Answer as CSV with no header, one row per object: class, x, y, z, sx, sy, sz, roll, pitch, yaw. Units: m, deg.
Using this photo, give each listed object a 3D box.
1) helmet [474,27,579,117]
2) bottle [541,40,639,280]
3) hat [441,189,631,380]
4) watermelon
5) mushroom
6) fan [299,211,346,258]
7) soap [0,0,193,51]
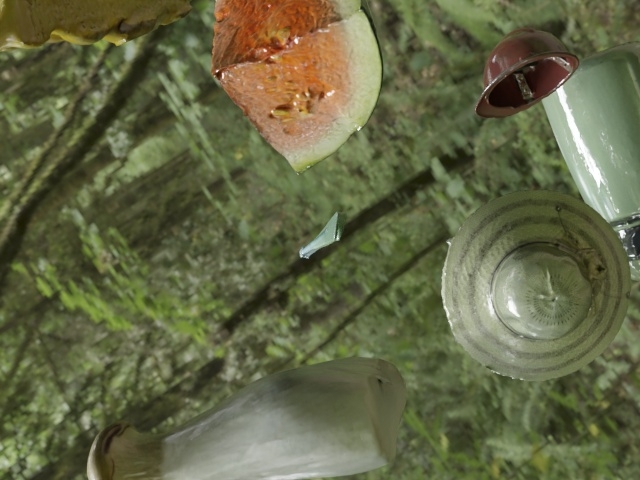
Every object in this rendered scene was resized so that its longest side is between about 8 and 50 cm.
helmet,0.192,-0.173,0.951,0.111,0.089,0.057,-38,62,42
bottle,0.447,-0.100,1.392,0.168,0.168,0.347,161,88,-83
hat,0.274,0.061,1.194,0.252,0.252,0.110,57,-178,-5
watermelon,-0.007,-0.163,0.802,0.193,0.145,0.137,66,-156,-6
mushroom,-0.072,0.205,0.995,0.159,0.328,0.122,49,-155,-74
fan,0.000,0.000,1.267,0.016,0.038,0.193,15,164,-11
soap,-0.254,-0.303,1.103,0.338,0.304,0.169,25,131,64
